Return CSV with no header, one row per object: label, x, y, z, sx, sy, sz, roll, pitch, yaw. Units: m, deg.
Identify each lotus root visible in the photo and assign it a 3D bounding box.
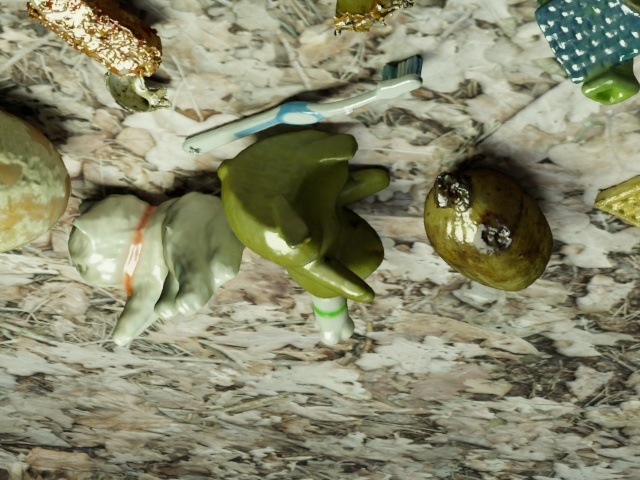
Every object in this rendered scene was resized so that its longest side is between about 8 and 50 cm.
lotus root,0.207,-0.018,1.894,0.145,0.128,0.260,4,156,30

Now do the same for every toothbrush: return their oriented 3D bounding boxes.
toothbrush,-0.030,-0.147,1.779,0.386,0.040,0.040,-16,147,41

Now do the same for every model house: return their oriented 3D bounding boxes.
model house,0.303,-0.222,1.354,0.195,0.189,0.214,29,143,-36

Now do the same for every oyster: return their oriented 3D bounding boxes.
oyster,-0.214,-0.189,1.761,0.081,0.038,0.083,-1,130,-7

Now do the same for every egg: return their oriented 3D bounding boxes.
egg,-0.423,-0.074,1.860,0.233,0.194,0.195,7,159,-35

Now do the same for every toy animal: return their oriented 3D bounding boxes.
toy animal,0.013,-0.003,1.929,0.180,0.181,0.363,2,155,31
toy animal,-0.224,0.009,1.988,0.266,0.308,0.188,-33,100,10

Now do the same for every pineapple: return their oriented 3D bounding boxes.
pineapple,0.064,-0.255,1.515,0.114,0.077,0.114,-13,-175,15

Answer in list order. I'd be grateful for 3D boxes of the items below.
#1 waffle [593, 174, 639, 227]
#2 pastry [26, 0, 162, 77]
waffle,0.426,-0.058,1.875,0.097,0.023,0.153,20,151,-30
pastry,-0.243,-0.238,1.618,0.087,0.063,0.169,-23,138,32
